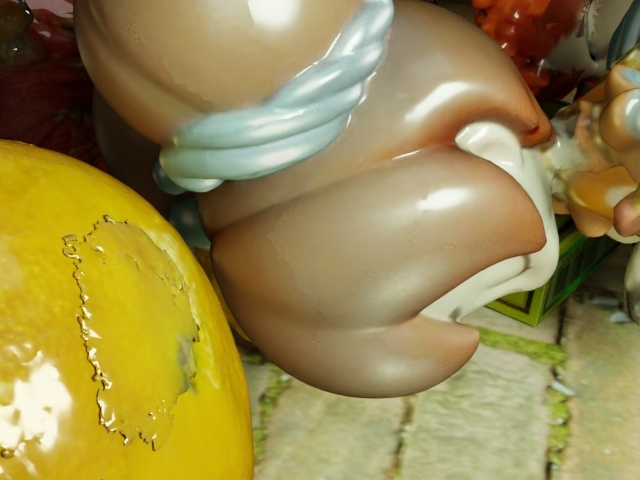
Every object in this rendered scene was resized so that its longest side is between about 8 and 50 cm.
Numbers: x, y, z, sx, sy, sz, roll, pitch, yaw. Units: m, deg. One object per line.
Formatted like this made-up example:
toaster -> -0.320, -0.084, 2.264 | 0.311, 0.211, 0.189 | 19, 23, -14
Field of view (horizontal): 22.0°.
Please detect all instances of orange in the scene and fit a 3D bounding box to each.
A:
orange -> -0.148, 0.074, 0.707 | 0.246, 0.246, 0.246 | 5, 29, -3

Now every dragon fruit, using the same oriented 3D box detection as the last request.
dragon fruit -> -0.206, -0.096, 1.017 | 0.315, 0.250, 0.250 | 31, 37, 32

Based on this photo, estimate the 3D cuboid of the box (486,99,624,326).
box -> 0.141, -0.032, 1.148 | 0.141, 0.064, 0.220 | 23, 31, 25

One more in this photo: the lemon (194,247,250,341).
lemon -> 0.000, 0.000, 0.983 | 0.142, 0.142, 0.187 | 11, 19, 7

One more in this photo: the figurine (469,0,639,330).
figurine -> 0.248, -0.104, 1.057 | 0.306, 0.241, 0.411 | -9, 68, -37

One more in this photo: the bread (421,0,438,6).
bread -> -0.007, -0.122, 1.159 | 0.104, 0.199, 0.199 | 5, 23, 38

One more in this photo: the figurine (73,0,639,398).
figurine -> 0.094, -0.064, 0.778 | 0.388, 0.276, 0.248 | -16, 78, -8
